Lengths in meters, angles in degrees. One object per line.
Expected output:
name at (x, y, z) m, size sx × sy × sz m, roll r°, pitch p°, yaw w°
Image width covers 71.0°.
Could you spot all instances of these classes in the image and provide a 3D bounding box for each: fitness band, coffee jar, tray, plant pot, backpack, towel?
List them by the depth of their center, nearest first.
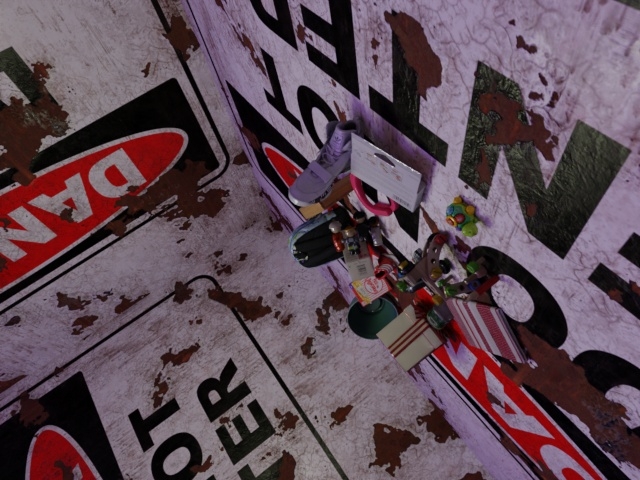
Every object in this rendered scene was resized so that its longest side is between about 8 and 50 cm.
towel at (0.615, 0.325, 1.691) m, size 0.237 × 0.037 × 0.329 m, roll 59°, pitch 166°, yaw -8°
fitness band at (0.215, -0.201, 1.798) m, size 0.209 × 0.054 × 0.290 m, roll 62°, pitch 166°, yaw -18°
coffee jar at (0.520, 0.326, 1.950) m, size 0.096 × 0.079 × 0.184 m, roll 51°, pitch 167°, yaw 19°
tray at (0.032, -0.201, 2.125) m, size 0.076 × 0.202 × 0.411 m, roll 55°, pitch 168°, yaw -6°
backpack at (0.000, 0.000, 2.435) m, size 0.273 × 0.355 × 0.290 m, roll 38°, pitch 160°, yaw 57°
plant pot at (0.300, 0.404, 2.638) m, size 0.293 × 0.292 × 0.196 m, roll 60°, pitch -166°, yaw -21°

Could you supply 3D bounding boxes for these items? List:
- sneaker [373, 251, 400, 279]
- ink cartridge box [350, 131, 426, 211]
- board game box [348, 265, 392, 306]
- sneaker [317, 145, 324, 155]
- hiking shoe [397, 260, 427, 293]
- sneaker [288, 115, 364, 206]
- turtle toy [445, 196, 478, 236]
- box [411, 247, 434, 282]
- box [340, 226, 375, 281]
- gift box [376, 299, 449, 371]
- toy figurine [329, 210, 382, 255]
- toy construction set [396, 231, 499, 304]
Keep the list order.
sneaker at (0.293, 0.126, 2.174) m, size 0.087 × 0.128 × 0.221 m, roll 55°, pitch 168°, yaw -1°
ink cartridge box at (0.222, -0.238, 1.488) m, size 0.275 × 0.060 × 0.239 m, roll 35°, pitch 161°, yaw 18°
board game box at (0.272, 0.249, 2.450) m, size 0.147 × 0.193 × 0.045 m, roll 54°, pitch -161°, yaw 1°
sneaker at (0.055, -0.368, 1.940) m, size 0.094 × 0.080 × 0.212 m, roll 46°, pitch 178°, yaw -16°
hiking shoe at (0.385, 0.146, 1.920) m, size 0.304 × 0.113 × 0.132 m, roll 79°, pitch 166°, yaw -84°
sneaker at (0.023, -0.288, 1.585) m, size 0.137 × 0.365 × 0.210 m, roll 40°, pitch 156°, yaw 21°
turtle toy at (0.418, -0.062, 1.329) m, size 0.130 × 0.066 × 0.095 m, roll 47°, pitch 165°, yaw 36°
box at (0.430, 0.104, 1.826) m, size 0.137 × 0.027 × 0.094 m, roll 50°, pitch 168°, yaw 21°
box at (0.182, 0.062, 2.239) m, size 0.233 × 0.126 × 0.149 m, roll -100°, pitch -9°, yaw -45°
gift box at (0.448, 0.454, 2.108) m, size 0.255 × 0.258 × 0.276 m, roll 50°, pitch -172°, yaw 16°
toy figurine at (0.165, -0.039, 2.055) m, size 0.209 × 0.212 × 0.148 m, roll 19°, pitch 126°, yaw 65°
toy construction set at (0.404, 0.140, 1.518) m, size 0.258 × 0.237 × 0.308 m, roll 60°, pitch 167°, yaw -21°
